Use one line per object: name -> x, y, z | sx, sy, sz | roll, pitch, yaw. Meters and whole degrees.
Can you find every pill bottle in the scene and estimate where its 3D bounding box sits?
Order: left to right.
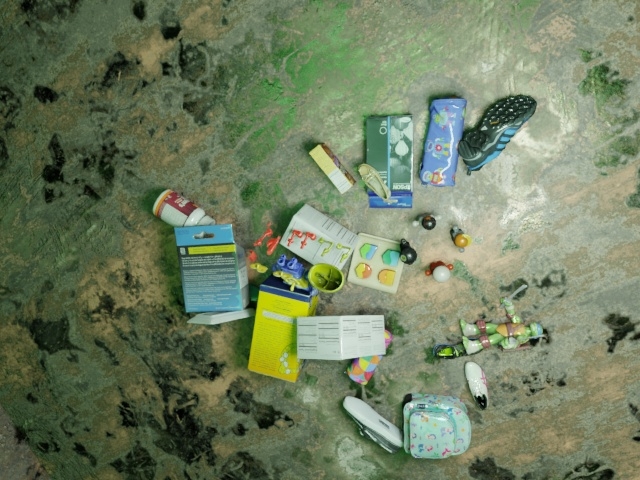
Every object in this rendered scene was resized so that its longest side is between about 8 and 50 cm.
pill bottle -> -0.531, -0.096, 1.930 | 0.221, 0.121, 0.121 | 32, 108, 4

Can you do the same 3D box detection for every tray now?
tray -> -0.364, 0.286, 1.897 | 0.145, 0.270, 0.030 | -3, 90, 36

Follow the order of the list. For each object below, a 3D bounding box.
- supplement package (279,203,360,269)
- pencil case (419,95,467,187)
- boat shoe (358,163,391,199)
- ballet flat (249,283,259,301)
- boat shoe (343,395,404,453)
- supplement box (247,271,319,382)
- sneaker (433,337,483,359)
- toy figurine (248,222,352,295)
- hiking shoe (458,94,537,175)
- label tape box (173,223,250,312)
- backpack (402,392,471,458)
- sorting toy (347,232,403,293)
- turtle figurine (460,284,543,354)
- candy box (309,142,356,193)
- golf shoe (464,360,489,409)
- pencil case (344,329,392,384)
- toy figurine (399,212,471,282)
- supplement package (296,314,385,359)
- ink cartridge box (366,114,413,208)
supplement package -> 0.000, 0.000, 1.816 | 0.244, 0.134, 0.139 | 33, 120, 3
pencil case -> 0.409, -0.330, 1.665 | 0.133, 0.119, 0.306 | 14, 107, 29
boat shoe -> 0.187, -0.203, 1.715 | 0.056, 0.048, 0.153 | -37, 92, 18
ballet flat -> -0.326, 0.200, 1.993 | 0.213, 0.072, 0.068 | 24, 135, 7
boat shoe -> 0.200, 0.747, 1.983 | 0.301, 0.108, 0.102 | 35, 107, -5
supplement box -> -0.137, 0.325, 1.904 | 0.195, 0.194, 0.357 | 13, 106, 10
sneaker -> 0.515, 0.413, 1.840 | 0.188, 0.078, 0.067 | -12, 99, 13
toy figurine -> -0.053, 0.101, 1.756 | 0.362, 0.217, 0.191 | 14, 65, 21
hiking shoe -> 0.583, -0.356, 1.637 | 0.304, 0.132, 0.113 | -38, 56, 2
label tape box -> -0.411, 0.100, 1.896 | 0.240, 0.106, 0.334 | -3, 99, 12
backpack -> 0.442, 0.706, 1.877 | 0.253, 0.191, 0.225 | 0, 98, 6
sorting toy -> 0.211, 0.089, 1.851 | 0.192, 0.038, 0.208 | 14, 106, 9
turtle figurine -> 0.625, 0.289, 1.729 | 0.266, 0.274, 0.198 | -16, 65, 19
candy box -> 0.047, -0.259, 1.768 | 0.053, 0.109, 0.187 | -37, 94, 18
golf shoe -> 0.592, 0.543, 1.851 | 0.067, 0.086, 0.186 | -21, 97, 18
pencil case -> 0.186, 0.442, 1.912 | 0.104, 0.104, 0.236 | 30, 107, 4
toy figurine -> 0.394, 0.019, 1.723 | 0.213, 0.148, 0.210 | 32, 103, -1
supplement package -> 0.075, 0.341, 1.759 | 0.204, 0.261, 0.145 | -9, 77, 39
ink cartridge box -> 0.247, -0.271, 1.745 | 0.165, 0.065, 0.333 | 0, 104, 12
